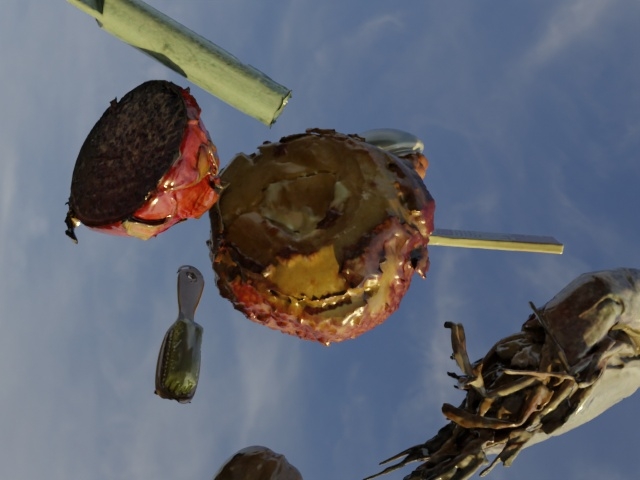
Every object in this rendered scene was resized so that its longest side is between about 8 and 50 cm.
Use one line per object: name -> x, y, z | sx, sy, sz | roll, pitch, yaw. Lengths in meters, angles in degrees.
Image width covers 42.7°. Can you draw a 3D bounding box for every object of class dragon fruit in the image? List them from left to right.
dragon fruit -> -0.211, -0.086, 1.096 | 0.219, 0.148, 0.223 | -11, -119, 33

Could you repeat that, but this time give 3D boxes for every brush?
brush -> -0.218, 0.136, 1.366 | 0.067, 0.072, 0.312 | -50, -156, 30

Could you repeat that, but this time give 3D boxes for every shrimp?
shrimp -> 0.178, 0.138, 0.754 | 0.343, 0.145, 0.116 | -33, -136, -4

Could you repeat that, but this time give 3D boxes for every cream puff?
cream puff -> 0.000, 0.004, 1.215 | 0.351, 0.228, 0.350 | -6, -126, 8

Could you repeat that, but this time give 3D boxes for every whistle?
whistle -> -0.183, -0.249, 1.066 | 0.312, 0.062, 0.062 | 30, -70, -2

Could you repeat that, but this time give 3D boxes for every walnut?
walnut -> -0.096, 0.376, 1.172 | 0.140, 0.140, 0.162 | 24, -98, 44

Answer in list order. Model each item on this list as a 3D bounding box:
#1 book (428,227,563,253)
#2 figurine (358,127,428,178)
book -> 0.308, -0.001, 1.477 | 0.232, 0.162, 0.022 | 3, -85, 8
figurine -> 0.090, -0.053, 1.710 | 0.224, 0.205, 0.381 | 146, -40, -84
